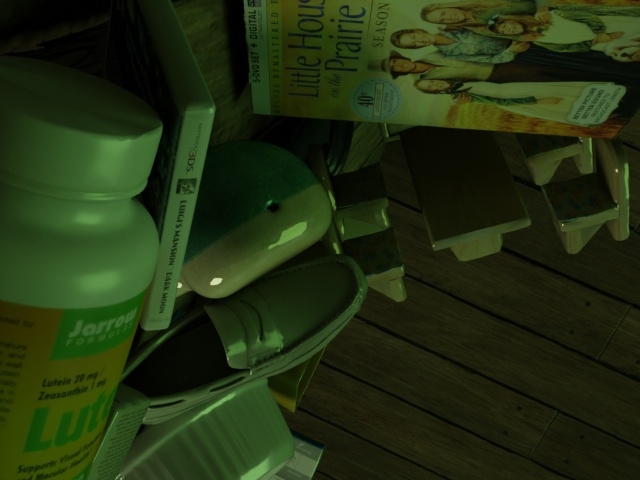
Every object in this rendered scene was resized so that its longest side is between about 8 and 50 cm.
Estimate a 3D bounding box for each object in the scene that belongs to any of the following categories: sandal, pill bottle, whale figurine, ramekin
[{"bbox_3d":[0.006,-0.157,1.353,0.446,0.107,0.168,-58,170,-50],"label":"sandal"},{"bbox_3d":[-0.168,0.033,0.479,0.136,0.136,0.246,-50,163,-68],"label":"pill bottle"},{"bbox_3d":[-0.104,-0.020,0.954,0.216,0.141,0.272,-32,-179,-23],"label":"whale figurine"},{"bbox_3d":[-0.155,0.296,1.143,0.272,0.127,0.273,-36,167,-9],"label":"ramekin"}]

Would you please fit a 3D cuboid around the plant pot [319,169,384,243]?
[{"bbox_3d":[0.000,0.000,1.522,0.284,0.190,0.284,24,90,-83],"label":"plant pot"}]

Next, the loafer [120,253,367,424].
[{"bbox_3d":[-0.091,0.111,0.987,0.319,0.112,0.111,-31,167,-2],"label":"loafer"}]

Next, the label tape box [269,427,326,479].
[{"bbox_3d":[-0.171,0.548,1.869,0.115,0.249,0.348,80,35,-80],"label":"label tape box"}]

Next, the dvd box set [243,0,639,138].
[{"bbox_3d":[0.136,-0.206,0.865,0.308,0.420,0.062,98,-4,-69],"label":"dvd box set"}]

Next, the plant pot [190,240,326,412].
[{"bbox_3d":[-0.074,0.101,1.295,0.212,0.187,0.212,99,17,-68],"label":"plant pot"}]

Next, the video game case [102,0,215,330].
[{"bbox_3d":[-0.113,-0.070,0.560,0.190,0.022,0.173,-115,-148,-41],"label":"video game case"}]

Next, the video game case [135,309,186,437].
[{"bbox_3d":[-0.223,0.186,1.160,0.119,0.015,0.166,-59,170,-52],"label":"video game case"}]

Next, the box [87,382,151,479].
[{"bbox_3d":[-0.255,0.246,0.756,0.113,0.094,0.275,59,56,-82],"label":"box"}]

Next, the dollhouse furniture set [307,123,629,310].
[{"bbox_3d":[0.156,-0.165,1.138,0.394,0.362,0.257,-100,172,-46],"label":"dollhouse furniture set"}]
